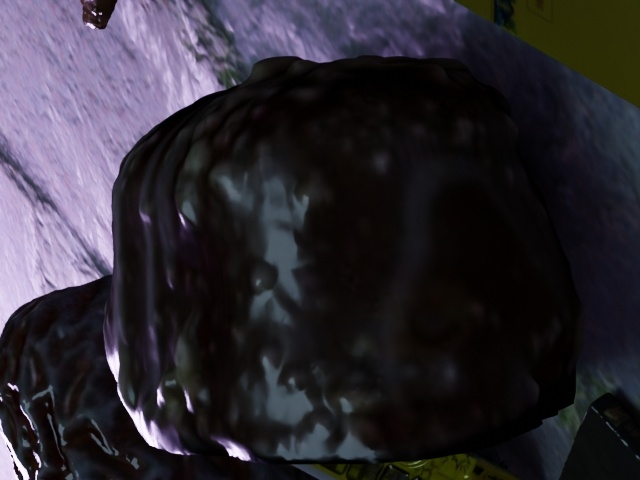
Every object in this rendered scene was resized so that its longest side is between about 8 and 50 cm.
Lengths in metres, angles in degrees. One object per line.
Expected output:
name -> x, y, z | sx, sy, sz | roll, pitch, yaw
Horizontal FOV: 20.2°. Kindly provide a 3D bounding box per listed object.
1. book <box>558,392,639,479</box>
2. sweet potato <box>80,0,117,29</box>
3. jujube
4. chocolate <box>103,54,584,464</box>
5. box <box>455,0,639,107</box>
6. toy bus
book -> 0.210, 0.212, 1.007 | 0.228, 0.024, 0.160 | 51, 151, 28
sweet potato -> -0.180, -0.288, 1.225 | 0.112, 0.112, 0.359 | 45, 152, 37
jujube -> -0.124, 0.173, 1.412 | 0.317, 0.226, 0.226 | 64, 156, 6
chocolate -> 0.000, 0.000, 1.012 | 0.340, 0.225, 0.210 | 0, 100, 63
box -> 0.116, -0.156, 0.831 | 0.279, 0.041, 0.153 | 38, 143, 44
toy bus -> 0.035, 0.137, 1.176 | 0.226, 0.074, 0.081 | 21, 171, 47
